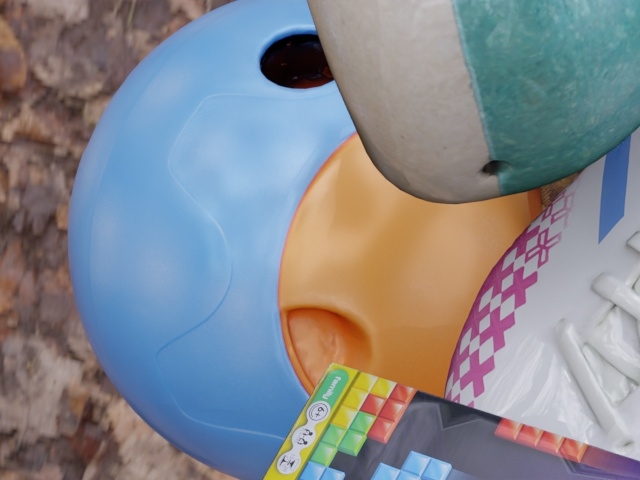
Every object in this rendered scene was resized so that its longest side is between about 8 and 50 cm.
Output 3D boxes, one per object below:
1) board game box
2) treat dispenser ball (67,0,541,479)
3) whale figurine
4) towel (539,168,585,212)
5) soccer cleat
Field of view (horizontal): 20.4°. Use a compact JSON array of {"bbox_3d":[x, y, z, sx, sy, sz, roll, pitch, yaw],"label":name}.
[{"bbox_3d":[0.026,0.134,0.550,0.141,0.048,0.170,14,62,34],"label":"board game box"},{"bbox_3d":[0.000,0.000,1.019,0.288,0.288,0.288,5,68,-11],"label":"treat dispenser ball"},{"bbox_3d":[0.060,-0.150,0.653,0.141,0.216,0.272,-11,66,8],"label":"whale figurine"},{"bbox_3d":[0.282,-0.088,0.850,0.370,0.272,0.040,-5,28,12],"label":"towel"},{"bbox_3d":[0.150,-0.005,0.687,0.116,0.143,0.331,34,84,1],"label":"soccer cleat"}]
